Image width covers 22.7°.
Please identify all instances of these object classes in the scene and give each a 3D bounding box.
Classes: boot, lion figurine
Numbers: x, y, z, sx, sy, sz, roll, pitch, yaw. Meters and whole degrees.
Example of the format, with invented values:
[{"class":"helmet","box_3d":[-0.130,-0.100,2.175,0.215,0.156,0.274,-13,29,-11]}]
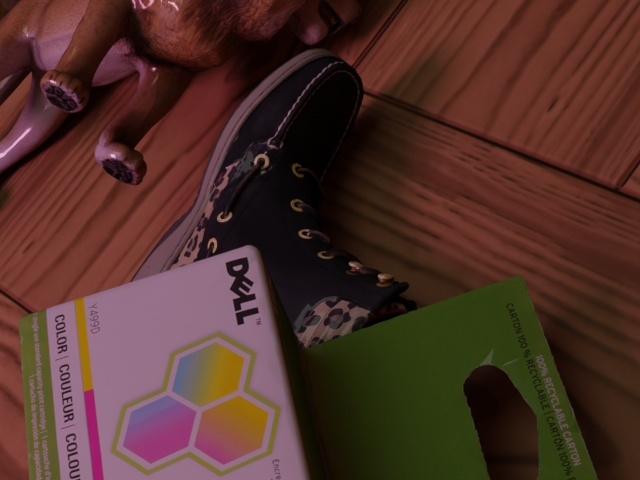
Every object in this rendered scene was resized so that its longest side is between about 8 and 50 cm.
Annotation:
[{"class":"boot","box_3d":[0.000,0.002,0.963,0.179,0.085,0.236,22,73,40]},{"class":"lion figurine","box_3d":[-0.159,-0.150,1.160,0.392,0.142,0.240,-2,50,41]}]

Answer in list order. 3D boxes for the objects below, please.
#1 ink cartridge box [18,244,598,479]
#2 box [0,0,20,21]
[{"class":"ink cartridge box","box_3d":[-0.006,0.094,0.778,0.255,0.097,0.188,-18,48,4]},{"class":"box","box_3d":[-0.311,-0.204,1.385,0.105,0.043,0.179,-10,54,32]}]
